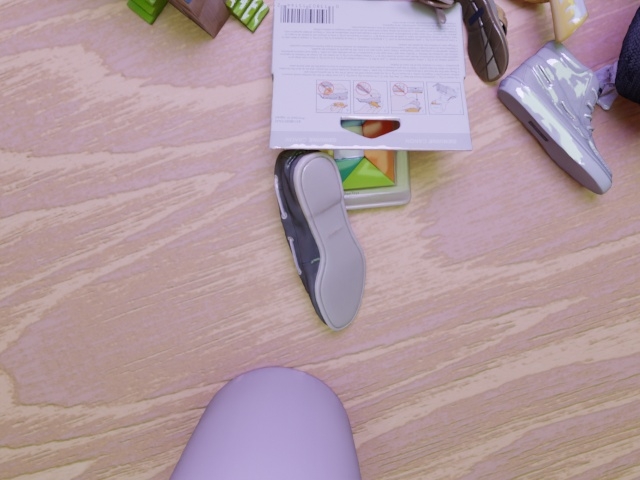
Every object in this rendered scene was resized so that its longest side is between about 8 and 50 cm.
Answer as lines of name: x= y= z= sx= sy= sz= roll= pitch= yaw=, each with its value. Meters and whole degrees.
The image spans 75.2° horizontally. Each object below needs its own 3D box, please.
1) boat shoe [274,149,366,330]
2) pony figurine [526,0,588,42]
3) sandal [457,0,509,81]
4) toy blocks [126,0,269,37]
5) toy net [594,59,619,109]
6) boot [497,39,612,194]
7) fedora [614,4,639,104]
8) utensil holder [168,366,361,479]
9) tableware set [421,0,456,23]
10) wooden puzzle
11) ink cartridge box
boat shoe: x=0.000 y=0.000 z=0.711 sx=0.112 sy=0.095 sz=0.336 roll=-27 pitch=122 yaw=-25
pony figurine: x=0.321 y=-0.521 z=0.547 sx=0.363 sy=0.303 sz=0.351 roll=37 pitch=123 yaw=-11
sandal: x=0.274 y=-0.356 z=0.683 sx=0.048 sy=0.072 sz=0.180 roll=-22 pitch=95 yaw=-19
toy blocks: x=-0.261 y=-0.445 z=0.556 sx=0.381 sy=0.261 sz=0.191 roll=38 pitch=97 yaw=-7
toy net: x=0.568 y=-0.281 z=0.703 sx=0.231 sy=0.045 sz=0.122 roll=1 pitch=100 yaw=-1
boot: x=0.425 y=-0.205 z=0.686 sx=0.123 sy=0.095 sz=0.258 roll=-43 pitch=96 yaw=13
fedora: x=0.518 y=-0.297 z=0.567 sx=0.152 sy=0.334 sz=0.335 roll=25 pitch=99 yaw=28
utensil holder: x=-0.088 y=0.419 z=0.633 sx=0.326 sy=0.385 sz=0.329 roll=0 pitch=99 yaw=-2
tableware set: x=0.124 y=-0.399 z=0.642 sx=0.194 sy=0.128 sz=0.039 roll=26 pitch=141 yaw=7
wooden puzzle: x=0.043 y=-0.171 z=0.713 sx=0.220 sy=0.044 sz=0.239 roll=-5 pitch=99 yaw=0
ink cartridge box: x=0.072 y=-0.246 z=0.645 sx=0.295 sy=0.066 sz=0.262 roll=1 pitch=76 yaw=0
